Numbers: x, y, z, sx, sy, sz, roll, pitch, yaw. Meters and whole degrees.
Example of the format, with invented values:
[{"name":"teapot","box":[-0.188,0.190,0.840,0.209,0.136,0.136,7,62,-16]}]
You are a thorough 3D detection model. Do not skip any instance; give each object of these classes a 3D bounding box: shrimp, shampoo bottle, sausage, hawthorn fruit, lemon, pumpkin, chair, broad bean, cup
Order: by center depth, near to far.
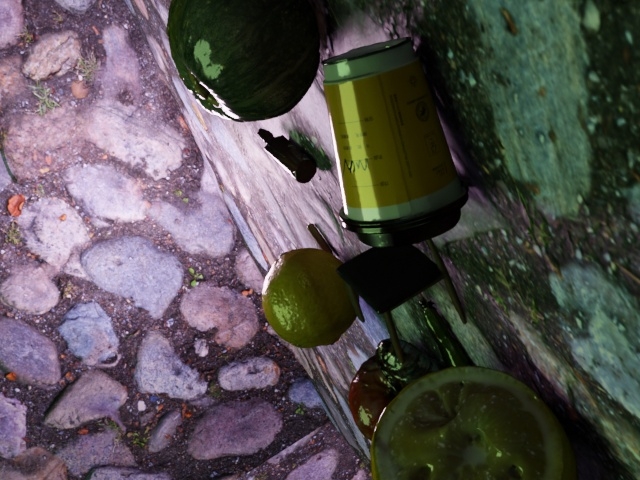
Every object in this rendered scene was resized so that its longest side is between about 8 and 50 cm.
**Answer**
[{"name":"cup","box":[0.098,-0.140,0.992,0.196,0.197,0.279,30,139,66]},{"name":"lemon","box":[0.269,0.414,1.185,0.364,0.364,0.364,56,166,21]},{"name":"pumpkin","box":[-0.148,-0.368,1.244,0.328,0.257,0.291,32,162,51]},{"name":"chair","box":[0.137,0.060,1.276,0.188,0.166,0.272,43,158,53]},{"name":"broad bean","box":[0.283,0.249,1.404,0.297,0.043,0.060,58,158,13]},{"name":"shrimp","box":[0.269,0.327,1.463,0.372,0.172,0.137,46,150,-15]},{"name":"hawthorn fruit","box":[0.191,0.389,1.663,0.241,0.242,0.271,56,177,18]},{"name":"shampoo bottle","box":[-0.092,-0.224,1.755,0.236,0.067,0.068,46,169,48]},{"name":"lemon","box":[-0.028,0.159,1.890,0.293,0.293,0.293,56,166,21]},{"name":"sausage","box":[0.000,0.000,1.978,0.116,0.026,0.026,55,166,21]}]
